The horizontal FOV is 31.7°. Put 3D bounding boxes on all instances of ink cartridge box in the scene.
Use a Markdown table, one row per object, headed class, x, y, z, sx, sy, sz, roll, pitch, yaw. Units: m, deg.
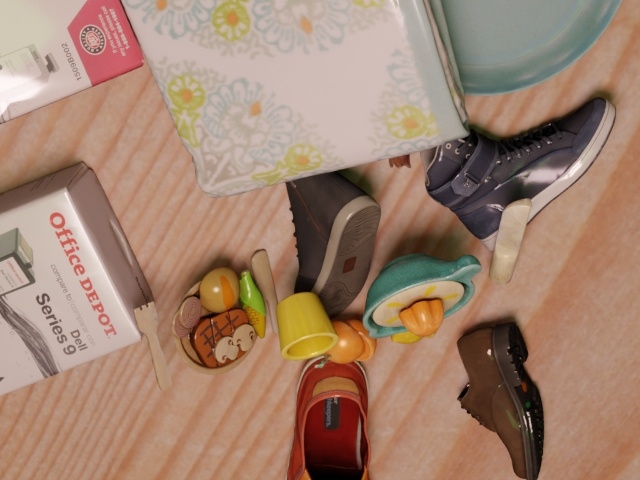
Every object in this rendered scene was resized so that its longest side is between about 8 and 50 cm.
| class | x | y | z | sx | sy | sz | roll | pitch | yaw |
| --- | --- | --- | --- | --- | --- | --- | --- | --- | --- |
| ink cartridge box | -0.365 | -0.233 | 1.227 | 0.283 | 0.117 | 0.207 | -25 | 108 | -11 |
| ink cartridge box | -0.376 | 0.061 | 1.358 | 0.289 | 0.121 | 0.211 | -22 | 107 | 7 |

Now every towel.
| class | x | y | z | sx | sy | sz | roll | pitch | yaw |
| --- | --- | --- | --- | --- | --- | --- | --- | --- | --- |
| towel | -0.037 | -0.240 | 1.200 | 0.320 | 0.090 | 0.375 | -11 | 118 | 19 |

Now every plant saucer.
| class | x | y | z | sx | sy | sz | roll | pitch | yaw |
| --- | --- | --- | --- | --- | --- | --- | --- | --- | --- |
| plant saucer | 0.191 | -0.319 | 1.256 | 0.317 | 0.044 | 0.318 | -3 | 113 | -6 |

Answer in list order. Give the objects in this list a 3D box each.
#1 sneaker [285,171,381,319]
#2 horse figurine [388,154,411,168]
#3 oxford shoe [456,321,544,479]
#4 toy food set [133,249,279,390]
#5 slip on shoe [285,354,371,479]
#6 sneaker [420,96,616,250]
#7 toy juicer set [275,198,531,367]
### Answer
| class | x | y | z | sx | sy | sz | roll | pitch | yaw |
| --- | --- | --- | --- | --- | --- | --- | --- | --- | --- |
| sneaker | 0.000 | 0.000 | 1.370 | 0.083 | 0.118 | 0.222 | -15 | 141 | -35 |
| horse figurine | 0.019 | -0.194 | 1.305 | 0.263 | 0.066 | 0.174 | 32 | 110 | -8 |
| oxford shoe | 0.229 | 0.209 | 1.437 | 0.096 | 0.083 | 0.227 | -11 | 108 | 24 |
| toy food set | -0.121 | 0.099 | 1.357 | 0.192 | 0.038 | 0.132 | -26 | 112 | -32 |
| slip on shoe | 0.015 | 0.308 | 1.449 | 0.123 | 0.101 | 0.331 | 1 | 109 | -2 |
| sneaker | 0.221 | -0.115 | 1.318 | 0.163 | 0.086 | 0.226 | 40 | 105 | -14 |
| toy juicer set | 0.125 | 0.079 | 1.323 | 0.329 | 0.209 | 0.090 | -25 | 63 | 13 |
